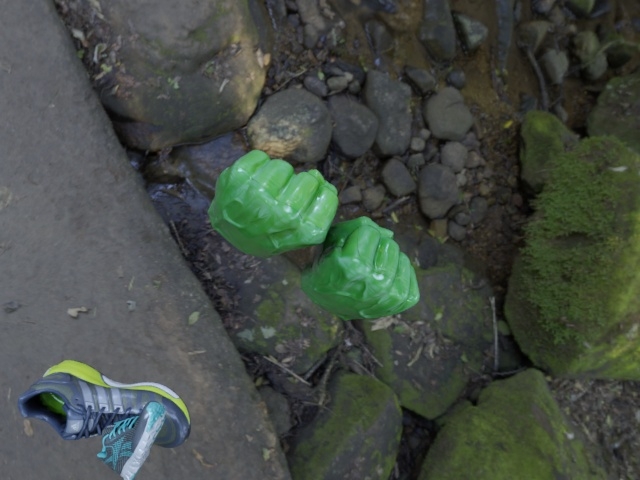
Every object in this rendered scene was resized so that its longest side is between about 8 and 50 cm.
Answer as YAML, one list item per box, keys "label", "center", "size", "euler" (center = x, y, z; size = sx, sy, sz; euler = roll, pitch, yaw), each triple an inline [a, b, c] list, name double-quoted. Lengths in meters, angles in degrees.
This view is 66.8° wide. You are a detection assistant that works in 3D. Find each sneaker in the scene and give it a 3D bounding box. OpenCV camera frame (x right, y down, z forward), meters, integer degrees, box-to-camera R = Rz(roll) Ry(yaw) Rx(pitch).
- label: "sneaker"
  center: [-0.369, 0.301, 0.831]
  size: [0.300, 0.121, 0.111]
  euler: [11, 101, 8]
- label: "sneaker"
  center: [-0.287, 0.293, 0.720]
  size: [0.076, 0.166, 0.065]
  euler: [29, 25, -2]

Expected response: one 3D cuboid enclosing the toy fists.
- label: "toy fists"
  center: [0.000, 0.000, 0.581]
  size: [0.279, 0.142, 0.096]
  euler: [39, 65, -17]
